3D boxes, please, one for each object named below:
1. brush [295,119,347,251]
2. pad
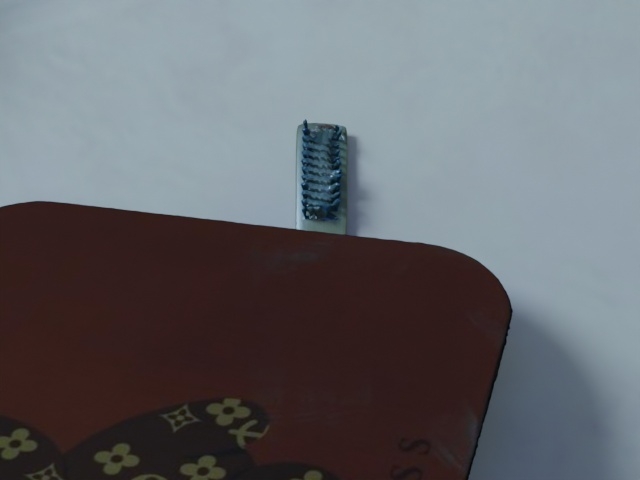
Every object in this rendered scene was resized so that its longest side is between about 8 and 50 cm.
[{"bbox_3d":[0.000,0.000,0.560,0.016,0.013,0.084,1,67,-1],"label":"brush"},{"bbox_3d":[-0.058,0.076,0.458,0.181,0.004,0.267,7,39,13],"label":"pad"}]
